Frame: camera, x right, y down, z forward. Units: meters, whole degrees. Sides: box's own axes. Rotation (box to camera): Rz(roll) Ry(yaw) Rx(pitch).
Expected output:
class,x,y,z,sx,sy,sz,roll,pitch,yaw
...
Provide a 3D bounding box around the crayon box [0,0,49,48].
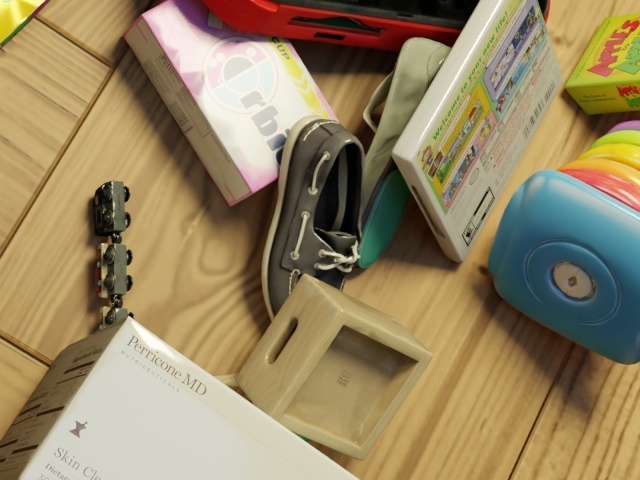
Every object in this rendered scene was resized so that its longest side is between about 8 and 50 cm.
class,x,y,z,sx,sy,sz,roll,pitch,yaw
crayon box,-0.403,-0.221,1.254,0.313,0.106,0.363,45,67,-10

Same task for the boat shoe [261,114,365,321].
class,x,y,z,sx,sy,sz,roll,pitch,yaw
boat shoe,0.000,0.000,1.370,0.075,0.065,0.206,-6,108,-37

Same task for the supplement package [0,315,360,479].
class,x,y,z,sx,sy,sz,roll,pitch,yaw
supplement package,-0.108,0.200,1.247,0.262,0.204,0.145,36,68,-13

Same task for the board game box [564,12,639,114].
class,x,y,z,sx,sy,sz,roll,pitch,yaw
board game box,0.323,-0.169,1.508,0.043,0.181,0.092,44,66,-29

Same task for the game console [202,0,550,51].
class,x,y,z,sx,sy,sz,roll,pitch,yaw
game console,0.040,-0.339,1.459,0.387,0.060,0.342,2,74,-36

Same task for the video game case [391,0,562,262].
class,x,y,z,sx,sy,sz,roll,pitch,yaw
video game case,0.144,-0.112,1.433,0.023,0.193,0.212,22,72,28

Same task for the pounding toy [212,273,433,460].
class,x,y,z,sx,sy,sz,roll,pitch,yaw
pounding toy,-0.010,0.109,1.357,0.130,0.100,0.141,28,99,-35

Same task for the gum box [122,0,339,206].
class,x,y,z,sx,sy,sz,roll,pitch,yaw
gum box,-0.077,-0.139,1.400,0.107,0.062,0.188,-34,94,-25

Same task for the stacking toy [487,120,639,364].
class,x,y,z,sx,sy,sz,roll,pitch,yaw
stacking toy,0.297,-0.049,1.506,0.166,0.175,0.302,30,50,16

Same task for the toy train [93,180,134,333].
class,x,y,z,sx,sy,sz,roll,pitch,yaw
toy train,-0.174,0.029,1.344,0.027,0.036,0.158,6,76,-41

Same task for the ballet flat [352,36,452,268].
class,x,y,z,sx,sy,sz,roll,pitch,yaw
ballet flat,0.059,-0.079,1.435,0.068,0.072,0.213,31,102,26
